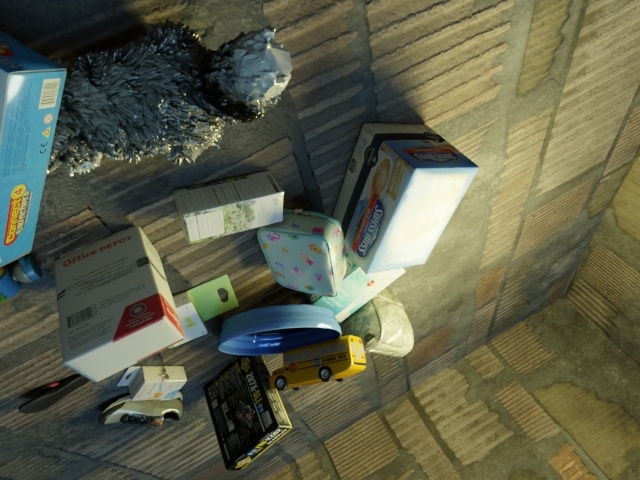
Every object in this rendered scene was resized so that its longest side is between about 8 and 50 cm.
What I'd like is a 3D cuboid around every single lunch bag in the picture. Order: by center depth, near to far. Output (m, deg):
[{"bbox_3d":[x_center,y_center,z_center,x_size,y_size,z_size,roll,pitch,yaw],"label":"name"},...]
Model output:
[{"bbox_3d":[-0.049,0.031,1.109,0.279,0.224,0.107,79,29,-47],"label":"lunch bag"},{"bbox_3d":[0.205,0.313,1.535,0.212,0.256,0.305,-46,140,14],"label":"lunch bag"}]

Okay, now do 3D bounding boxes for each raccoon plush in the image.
[{"bbox_3d":[-0.287,-0.210,0.553,0.299,0.447,0.216,-25,100,-33],"label":"raccoon plush"}]

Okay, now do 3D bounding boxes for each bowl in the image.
[{"bbox_3d":[-0.131,0.292,1.304,0.392,0.077,0.391,-6,155,-3],"label":"bowl"}]

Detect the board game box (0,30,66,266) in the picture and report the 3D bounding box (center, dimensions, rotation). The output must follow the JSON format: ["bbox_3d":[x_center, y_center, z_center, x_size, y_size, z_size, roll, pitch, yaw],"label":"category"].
[{"bbox_3d":[-0.519,-0.155,0.524,0.302,0.086,0.308,30,117,-3],"label":"board game box"}]

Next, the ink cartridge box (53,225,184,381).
[{"bbox_3d":[-0.436,0.125,0.872,0.197,0.272,0.114,-25,144,-12],"label":"ink cartridge box"}]

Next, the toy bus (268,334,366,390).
[{"bbox_3d":[-0.018,0.424,1.374,0.333,0.130,0.108,-21,153,26],"label":"toy bus"}]

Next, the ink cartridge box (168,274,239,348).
[{"bbox_3d":[-0.362,0.211,1.189,0.235,0.056,0.171,-21,139,-14],"label":"ink cartridge box"}]

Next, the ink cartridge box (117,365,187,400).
[{"bbox_3d":[-0.545,0.463,1.313,0.181,0.061,0.104,17,119,-44],"label":"ink cartridge box"}]

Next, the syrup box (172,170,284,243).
[{"bbox_3d":[-0.211,-0.082,0.955,0.237,0.096,0.093,-17,140,-22],"label":"syrup box"}]

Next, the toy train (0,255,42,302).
[{"bbox_3d":[-0.658,0.027,0.756,0.143,0.105,0.248,-31,143,-21],"label":"toy train"}]

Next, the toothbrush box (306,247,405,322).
[{"bbox_3d":[0.109,0.117,1.367,0.296,0.126,0.216,-40,141,5],"label":"toothbrush box"}]

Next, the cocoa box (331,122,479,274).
[{"bbox_3d":[0.211,-0.113,1.115,0.232,0.228,0.347,-7,134,-30],"label":"cocoa box"}]

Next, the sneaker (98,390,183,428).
[{"bbox_3d":[-0.594,0.579,1.365,0.272,0.108,0.100,4,129,-37],"label":"sneaker"}]

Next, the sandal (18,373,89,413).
[{"bbox_3d":[-0.756,0.428,1.154,0.179,0.040,0.067,-28,149,-31],"label":"sandal"}]

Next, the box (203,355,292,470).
[{"bbox_3d":[-0.268,0.585,1.430,0.257,0.322,0.079,-43,140,9],"label":"box"}]
